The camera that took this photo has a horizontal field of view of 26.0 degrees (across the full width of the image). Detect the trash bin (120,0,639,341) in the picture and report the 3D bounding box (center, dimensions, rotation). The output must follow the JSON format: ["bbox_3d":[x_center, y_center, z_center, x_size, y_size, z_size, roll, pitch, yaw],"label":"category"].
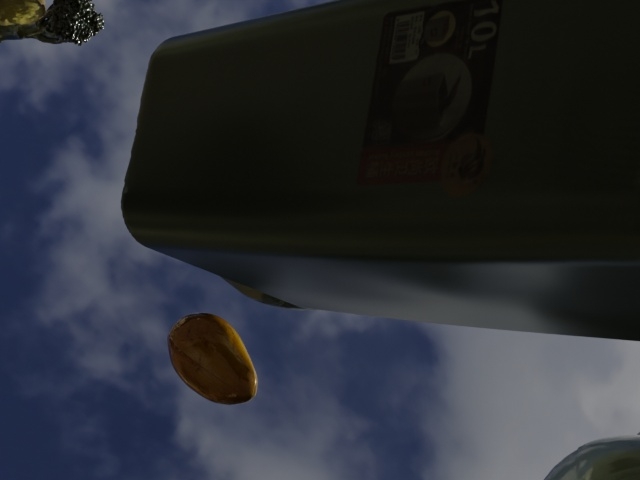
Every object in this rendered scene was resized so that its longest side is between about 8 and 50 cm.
[{"bbox_3d":[0.081,-0.035,0.760,0.343,0.223,0.158,-3,-108,39],"label":"trash bin"}]

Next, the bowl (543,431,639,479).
[{"bbox_3d":[0.261,0.318,1.263,0.163,0.307,0.307,8,-105,-2],"label":"bowl"}]

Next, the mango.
[{"bbox_3d":[-0.083,0.094,1.082,0.089,0.046,0.060,39,-71,27],"label":"mango"}]

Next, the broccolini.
[{"bbox_3d":[-0.332,-0.251,1.573,0.216,0.058,0.067,8,-130,44],"label":"broccolini"}]

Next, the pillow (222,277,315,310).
[{"bbox_3d":[0.000,0.000,1.245,0.233,0.214,0.086,3,-116,13],"label":"pillow"}]

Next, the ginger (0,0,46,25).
[{"bbox_3d":[-0.368,-0.291,1.227,0.299,0.065,0.118,37,-129,-14],"label":"ginger"}]
